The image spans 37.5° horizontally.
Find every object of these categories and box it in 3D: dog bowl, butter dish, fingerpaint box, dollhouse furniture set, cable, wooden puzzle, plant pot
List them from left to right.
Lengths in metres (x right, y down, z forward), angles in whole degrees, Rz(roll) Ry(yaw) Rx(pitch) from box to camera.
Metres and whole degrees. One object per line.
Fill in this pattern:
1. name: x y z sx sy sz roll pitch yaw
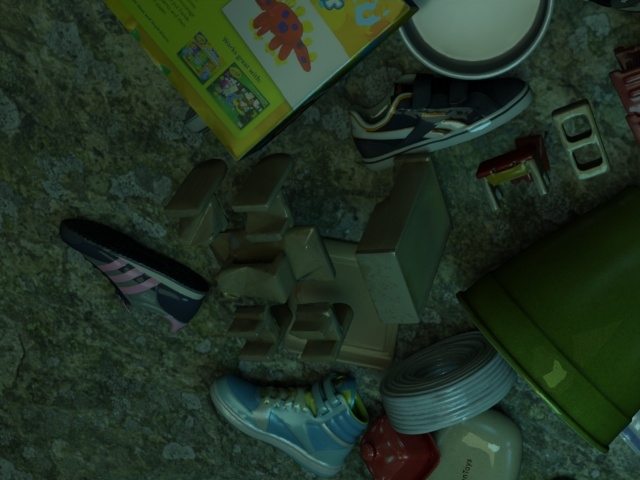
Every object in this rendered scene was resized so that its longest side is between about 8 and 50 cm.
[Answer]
1. fingerpaint box: -0.125 -0.420 1.517 0.371 0.163 0.445 -40 92 17
2. dollhouse furniture set: 0.000 0.000 1.655 0.394 0.256 0.362 -2 129 27
3. wooden puzzle: 0.048 0.119 1.832 0.221 0.044 0.238 10 105 8
4. butter dish: 0.132 0.407 1.829 0.118 0.160 0.160 6 131 -35
5. cable: 0.232 0.258 1.724 0.257 0.257 0.089 -19 100 24
6. dog bowl: 0.256 -0.408 1.577 0.265 0.104 0.265 4 109 10
7. dollhouse furniture set: 0.441 -0.203 1.568 0.374 0.201 0.152 -19 104 23
8. plant pot: 0.484 0.104 1.603 0.366 0.366 0.353 44 98 -6

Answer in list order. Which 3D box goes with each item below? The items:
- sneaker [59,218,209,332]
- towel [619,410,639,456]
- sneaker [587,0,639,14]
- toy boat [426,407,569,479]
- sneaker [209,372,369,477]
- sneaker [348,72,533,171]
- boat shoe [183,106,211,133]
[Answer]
1. sneaker: -0.386 0.073 1.859 0.319 0.112 0.131 29 108 2
2. towel: 0.646 0.268 1.761 0.285 0.034 0.209 -41 98 23
3. sneaker: 0.508 -0.404 1.528 0.234 0.106 0.078 13 111 6
4. toy boat: 0.353 0.467 1.847 0.318 0.148 0.267 23 106 11
5. sneaker: -0.045 0.313 1.870 0.319 0.127 0.208 32 113 -11
6. sneaker: 0.199 -0.231 1.632 0.321 0.126 0.127 -21 113 18
7. boat shoe: -0.116 -0.279 1.692 0.302 0.109 0.094 -35 121 21
